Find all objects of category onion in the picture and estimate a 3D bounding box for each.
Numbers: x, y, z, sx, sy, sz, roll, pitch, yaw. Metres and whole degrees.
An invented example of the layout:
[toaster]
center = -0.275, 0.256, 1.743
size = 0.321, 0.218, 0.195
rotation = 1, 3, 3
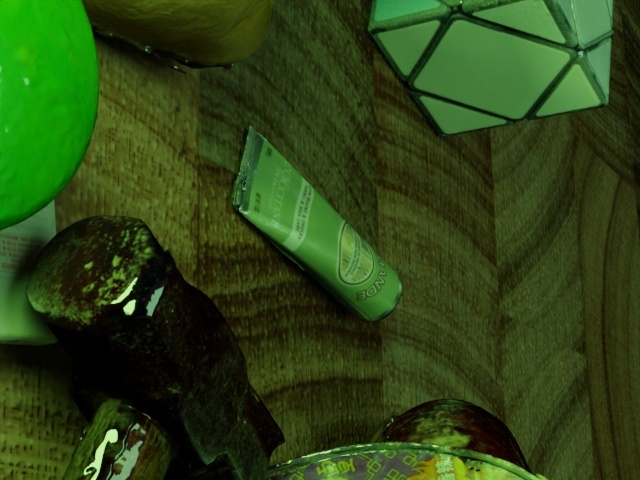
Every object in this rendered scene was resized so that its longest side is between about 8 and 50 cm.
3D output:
[onion]
center = 0.112, 0.262, 1.268
size = 0.246, 0.190, 0.246
rotation = -9, 90, -84

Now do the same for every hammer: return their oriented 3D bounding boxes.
[hammer]
center = -0.148, 0.203, 0.857
size = 0.242, 0.095, 0.408
rotation = 69, 33, -44

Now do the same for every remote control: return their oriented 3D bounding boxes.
[remote control]
center = -0.201, -0.030, 0.909
size = 0.087, 0.029, 0.190
rotation = 10, 74, -63

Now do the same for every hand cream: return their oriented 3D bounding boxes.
[hand cream]
center = 0.000, 0.000, 1.281
size = 0.235, 0.055, 0.086
rotation = 46, 40, -39

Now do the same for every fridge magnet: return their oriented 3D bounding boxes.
[fridge magnet]
center = -0.214, -0.103, 0.812
size = 0.208, 0.088, 0.208
rotation = 13, 72, -44

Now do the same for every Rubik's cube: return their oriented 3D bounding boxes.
[Rubik's cube]
center = 0.190, -0.261, 1.563
size = 0.207, 0.205, 0.205
rotation = 51, 40, -47

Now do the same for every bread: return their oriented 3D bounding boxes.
[bread]
center = -0.104, -0.236, 1.031
size = 0.262, 0.163, 0.204
rotation = 20, 75, -45

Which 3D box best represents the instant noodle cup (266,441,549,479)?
[instant noodle cup]
center = 0.044, 0.339, 0.980
size = 0.340, 0.340, 0.266
rotation = -56, 139, -54
